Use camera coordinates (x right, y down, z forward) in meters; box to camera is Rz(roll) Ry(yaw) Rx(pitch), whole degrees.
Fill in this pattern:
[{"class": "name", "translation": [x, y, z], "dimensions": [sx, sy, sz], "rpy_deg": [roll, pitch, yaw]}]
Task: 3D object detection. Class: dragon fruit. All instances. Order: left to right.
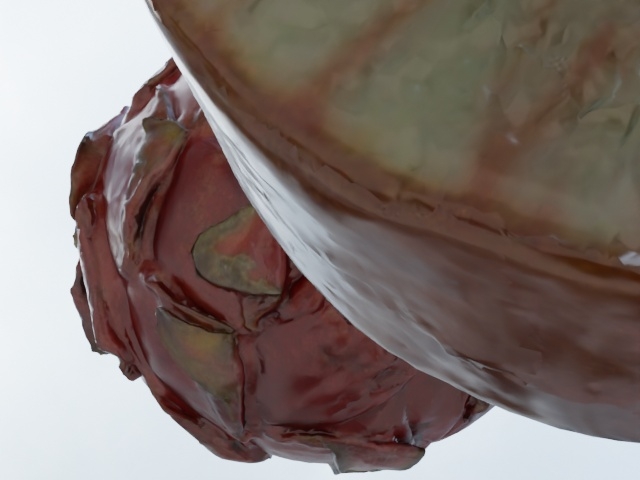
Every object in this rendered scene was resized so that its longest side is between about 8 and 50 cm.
[{"class": "dragon fruit", "translation": [0.000, 0.000, 0.901], "dimensions": [0.342, 0.277, 0.277], "rpy_deg": [6, -59, 44]}]

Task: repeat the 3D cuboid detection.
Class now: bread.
[{"class": "bread", "translation": [0.099, -0.115, 0.415], "dimensions": [0.295, 0.328, 0.114], "rpy_deg": [24, -21, 23]}]
